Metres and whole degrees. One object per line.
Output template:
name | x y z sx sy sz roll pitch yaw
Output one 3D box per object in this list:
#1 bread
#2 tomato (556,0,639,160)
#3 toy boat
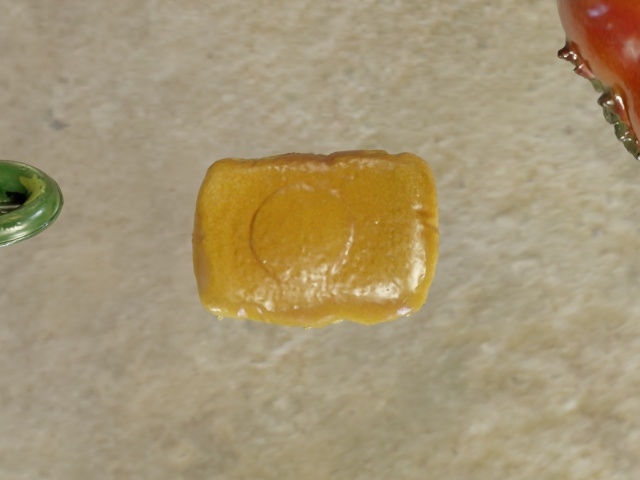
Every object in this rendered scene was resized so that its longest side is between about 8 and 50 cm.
bread | 0.000 0.000 1.640 0.245 0.121 0.174 0 88 18
tomato | 0.376 -0.194 1.481 0.321 0.321 0.321 3 96 28
toy boat | -0.289 -0.028 1.211 0.210 0.104 0.052 4 129 -7
